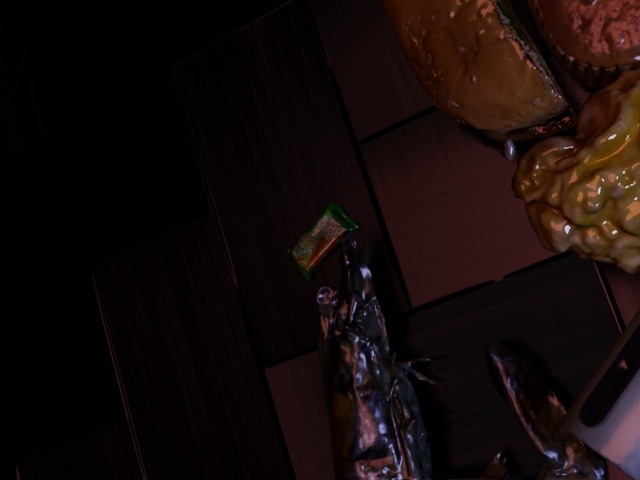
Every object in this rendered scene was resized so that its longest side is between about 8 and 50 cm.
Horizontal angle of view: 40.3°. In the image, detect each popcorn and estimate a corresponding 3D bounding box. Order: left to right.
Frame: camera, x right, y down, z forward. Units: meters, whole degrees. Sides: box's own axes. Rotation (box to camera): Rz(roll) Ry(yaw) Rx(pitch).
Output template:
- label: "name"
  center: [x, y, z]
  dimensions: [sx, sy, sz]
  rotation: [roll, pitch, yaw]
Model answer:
- label: "popcorn"
  center: [0.279, -0.054, 0.783]
  dimensions: [0.194, 0.140, 0.163]
  rotation: [-35, 111, -2]

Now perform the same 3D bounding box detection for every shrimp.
- label: "shrimp"
  center: [0.123, 0.188, 0.887]
  dimensions: [0.272, 0.085, 0.445]
  rotation: [-22, 79, 17]

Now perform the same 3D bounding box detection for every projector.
- label: "projector"
  center: [0.341, 0.052, 0.740]
  dimensions: [0.108, 0.108, 0.338]
  rotation: [35, 93, 24]

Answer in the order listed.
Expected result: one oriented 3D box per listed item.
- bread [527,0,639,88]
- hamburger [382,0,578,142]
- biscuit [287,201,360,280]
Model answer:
- label: "bread"
  center: [0.288, -0.248, 0.828]
  dimensions: [0.199, 0.104, 0.199]
  rotation: [-3, 84, 23]
- label: "hamburger"
  center: [0.144, -0.209, 0.882]
  dimensions: [0.131, 0.124, 0.262]
  rotation: [-32, 72, 20]
- label: "biscuit"
  center: [0.000, 0.000, 0.993]
  dimensions: [0.089, 0.016, 0.046]
  rotation: [-48, 69, 14]
